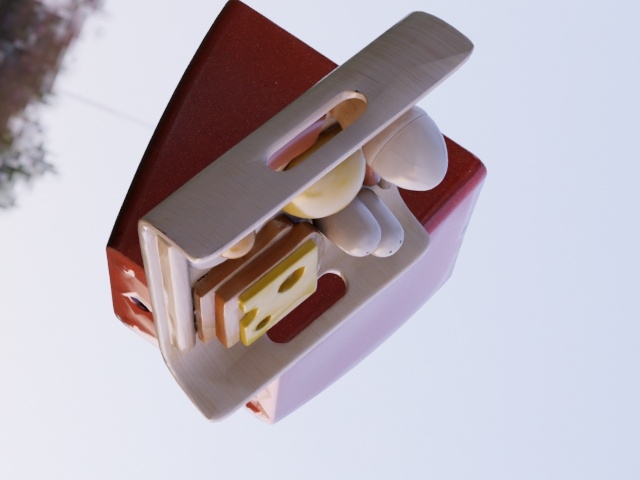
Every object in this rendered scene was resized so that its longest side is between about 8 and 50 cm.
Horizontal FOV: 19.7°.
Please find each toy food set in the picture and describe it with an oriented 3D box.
[{"bbox_3d":[0.000,0.000,1.204,0.220,0.092,0.306,-39,162,-17],"label":"toy food set"}]

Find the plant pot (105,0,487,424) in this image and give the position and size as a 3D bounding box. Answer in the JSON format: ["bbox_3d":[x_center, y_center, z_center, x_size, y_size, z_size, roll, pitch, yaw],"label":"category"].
[{"bbox_3d":[-0.045,-0.001,1.609,0.236,0.267,0.267,-51,169,-20],"label":"plant pot"}]
